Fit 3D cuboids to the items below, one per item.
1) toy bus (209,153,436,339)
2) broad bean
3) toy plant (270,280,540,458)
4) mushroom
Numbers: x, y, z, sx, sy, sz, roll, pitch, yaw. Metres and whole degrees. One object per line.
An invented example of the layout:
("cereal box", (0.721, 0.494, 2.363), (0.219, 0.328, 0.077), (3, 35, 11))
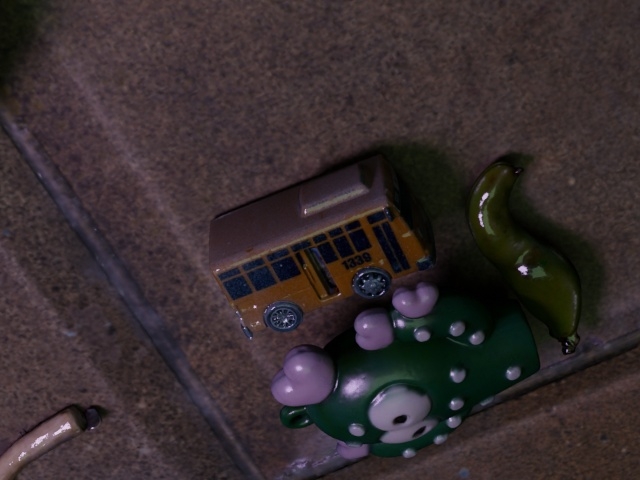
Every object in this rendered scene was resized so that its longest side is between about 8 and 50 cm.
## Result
("toy bus", (0.000, 0.000, 1.448), (0.182, 0.091, 0.103), (-21, 123, 12))
("broad bean", (0.189, 0.019, 1.505), (0.070, 0.048, 0.214), (-23, 121, 11))
("toy plant", (0.075, 0.122, 1.514), (0.243, 0.112, 0.232), (-34, 142, 22))
("mushroom", (-0.286, 0.221, 1.595), (0.060, 0.061, 0.187), (40, 108, -22))
